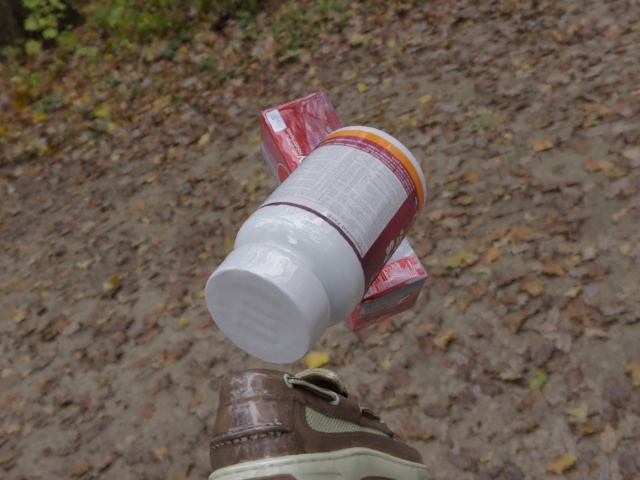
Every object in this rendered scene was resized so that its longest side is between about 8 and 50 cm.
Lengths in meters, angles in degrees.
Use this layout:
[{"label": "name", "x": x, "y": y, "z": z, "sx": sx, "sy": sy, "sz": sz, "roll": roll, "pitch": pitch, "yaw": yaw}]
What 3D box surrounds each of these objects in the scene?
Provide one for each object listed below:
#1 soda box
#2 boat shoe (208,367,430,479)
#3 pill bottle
[{"label": "soda box", "x": 0.019, "y": -0.035, "z": 0.974, "sx": 0.083, "sy": 0.092, "sz": 0.263, "roll": -21, "pitch": 67, "yaw": -14}, {"label": "boat shoe", "x": 0.010, "y": 0.131, "z": 0.572, "sx": 0.095, "sy": 0.257, "sz": 0.095, "roll": -16, "pitch": 70, "yaw": 15}, {"label": "pill bottle", "x": 0.000, "y": 0.000, "z": 0.757, "sx": 0.121, "sy": 0.121, "sz": 0.221, "roll": 0, "pitch": 35, "yaw": 35}]
